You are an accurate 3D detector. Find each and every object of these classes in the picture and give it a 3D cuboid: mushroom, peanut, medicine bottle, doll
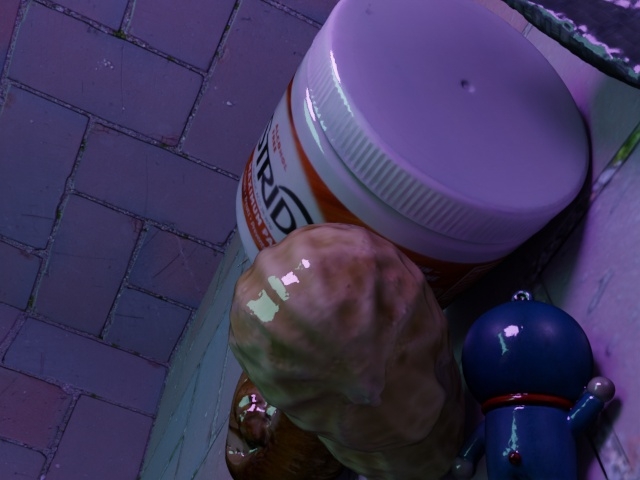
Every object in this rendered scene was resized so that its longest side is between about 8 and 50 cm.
[{"bbox_3d":[-0.030,0.188,0.870,0.253,0.153,0.253,-59,18,32],"label":"mushroom"},{"bbox_3d":[0.039,0.101,0.541,0.140,0.325,0.153,-43,49,-10],"label":"peanut"},{"bbox_3d":[0.071,-0.065,0.663,0.241,0.252,0.253,-52,20,49],"label":"medicine bottle"},{"bbox_3d":[0.140,0.103,0.482,0.114,0.085,0.152,-15,57,30],"label":"doll"}]

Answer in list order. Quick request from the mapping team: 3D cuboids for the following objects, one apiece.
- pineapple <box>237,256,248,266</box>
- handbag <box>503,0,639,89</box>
[{"bbox_3d":[-0.005,-0.002,1.079,0.334,0.158,0.161,162,130,-74],"label":"pineapple"},{"bbox_3d":[0.226,-0.208,0.494,0.175,0.088,0.270,-57,47,24],"label":"handbag"}]
